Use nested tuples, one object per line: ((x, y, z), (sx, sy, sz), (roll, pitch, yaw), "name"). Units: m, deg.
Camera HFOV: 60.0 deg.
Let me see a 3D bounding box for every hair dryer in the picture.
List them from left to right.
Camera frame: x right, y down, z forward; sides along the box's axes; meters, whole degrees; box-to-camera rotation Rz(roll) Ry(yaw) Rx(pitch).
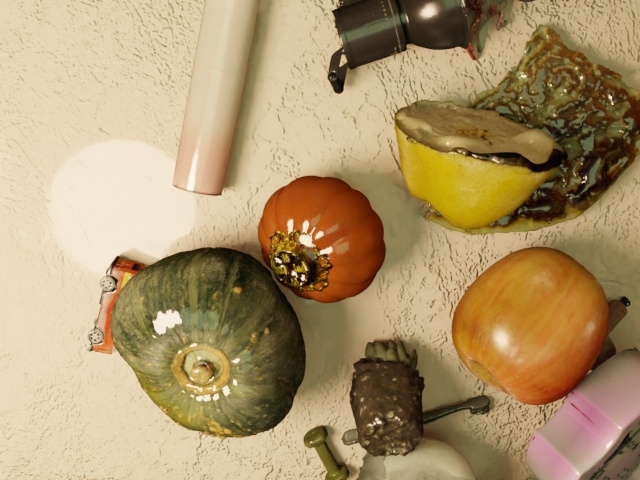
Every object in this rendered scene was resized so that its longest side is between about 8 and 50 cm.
((0.515, 0.166, 1.030), (0.182, 0.117, 0.064), (-38, 100, -19), "hair dryer")

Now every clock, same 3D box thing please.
((0.514, 0.356, 0.979), (0.339, 0.102, 0.338), (-15, 124, -24), "clock")

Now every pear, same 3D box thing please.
((0.233, -0.105, 0.879), (0.267, 0.266, 0.178), (3, 123, -2), "pear")

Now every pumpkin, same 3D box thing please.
((-0.176, 0.170, 0.916), (0.292, 0.257, 0.327), (-13, 108, 11), "pumpkin")

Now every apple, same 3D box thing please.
((0.354, 0.141, 0.942), (0.242, 0.242, 0.241), (45, 81, -9), "apple")

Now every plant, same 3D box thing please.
((0.117, 0.276, 0.989), (0.129, 0.194, 0.132), (6, 126, -1), "plant")

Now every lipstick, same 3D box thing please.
((-0.175, -0.242, 0.923), (0.087, 0.087, 0.326), (12, 100, -4), "lipstick")

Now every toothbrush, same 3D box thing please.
((0.185, 0.354, 1.079), (0.298, 0.030, 0.030), (-14, 111, 0), "toothbrush")

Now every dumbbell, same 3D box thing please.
((0.011, 0.420, 1.078), (0.052, 0.046, 0.117), (-28, 101, -2), "dumbbell")

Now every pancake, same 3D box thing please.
((0.362, -0.161, 0.980), (0.427, 0.067, 0.305), (-41, 92, 7), "pancake")

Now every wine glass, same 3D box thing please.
((0.227, 0.489, 1.010), (0.323, 0.238, 0.237), (23, 99, -3), "wine glass")

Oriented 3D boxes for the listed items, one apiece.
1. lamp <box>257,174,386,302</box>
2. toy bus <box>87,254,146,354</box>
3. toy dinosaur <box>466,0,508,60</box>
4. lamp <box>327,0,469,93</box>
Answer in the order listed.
((0.000, 0.000, 0.921), (0.223, 0.196, 0.223), (18, 128, 25), "lamp")
((-0.363, 0.121, 0.995), (0.077, 0.079, 0.174), (14, 100, -14), "toy bus")
((0.237, -0.422, 0.874), (0.242, 0.053, 0.167), (29, 95, -46), "toy dinosaur")
((0.107, -0.357, 0.896), (0.228, 0.147, 0.171), (-14, 88, 9), "lamp")
